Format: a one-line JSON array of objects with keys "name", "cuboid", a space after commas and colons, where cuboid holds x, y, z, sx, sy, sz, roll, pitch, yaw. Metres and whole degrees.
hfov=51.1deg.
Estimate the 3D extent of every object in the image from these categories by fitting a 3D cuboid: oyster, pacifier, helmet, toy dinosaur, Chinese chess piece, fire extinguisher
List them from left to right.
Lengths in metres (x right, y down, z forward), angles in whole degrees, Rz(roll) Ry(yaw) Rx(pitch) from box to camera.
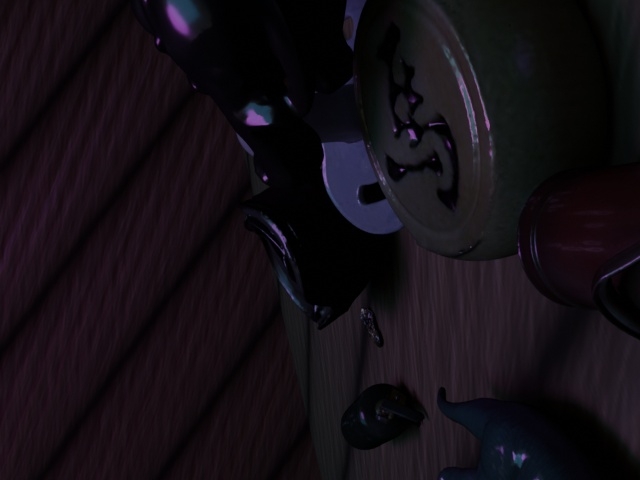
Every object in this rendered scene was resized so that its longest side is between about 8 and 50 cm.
[{"name": "helmet", "cuboid": [0.000, 0.000, 1.072, 0.225, 0.177, 0.305, 52, 172, 14]}, {"name": "pacifier", "cuboid": [0.016, -0.138, 0.739, 0.238, 0.226, 0.287, -11, 95, 60]}, {"name": "oyster", "cuboid": [0.091, 0.160, 1.237, 0.054, 0.019, 0.083, 99, 155, -64]}, {"name": "fire extinguisher", "cuboid": [0.106, 0.318, 1.198, 0.115, 0.095, 0.311, 28, 158, 8]}, {"name": "Chinese chess piece", "cuboid": [0.116, -0.106, 0.549, 0.250, 0.101, 0.250, 163, 90, -74]}, {"name": "toy dinosaur", "cuboid": [0.211, 0.177, 0.541, 0.383, 0.130, 0.330, -114, 25, -45]}]

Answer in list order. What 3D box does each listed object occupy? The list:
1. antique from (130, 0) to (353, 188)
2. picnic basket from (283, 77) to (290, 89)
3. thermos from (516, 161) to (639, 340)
[{"name": "antique", "cuboid": [-0.079, -0.235, 0.579, 0.322, 0.185, 0.255, 58, -179, 25]}, {"name": "picnic basket", "cuboid": [-0.064, -0.307, 1.262, 0.164, 0.080, 0.115, 87, 164, -45]}, {"name": "thermos", "cuboid": [0.199, -0.005, 0.333, 0.124, 0.099, 0.232, -67, 11, -6]}]
